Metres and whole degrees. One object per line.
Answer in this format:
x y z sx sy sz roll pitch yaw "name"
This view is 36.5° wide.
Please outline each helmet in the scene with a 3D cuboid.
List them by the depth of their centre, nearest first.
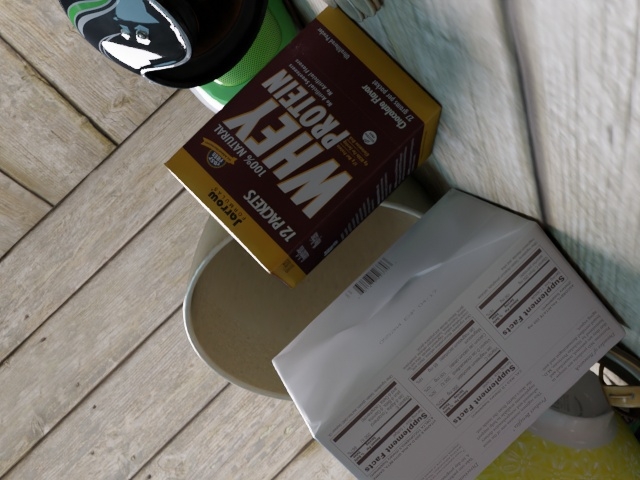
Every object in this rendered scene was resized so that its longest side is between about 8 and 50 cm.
-0.105 -0.191 0.662 0.169 0.169 0.161 47 161 -13 "helmet"

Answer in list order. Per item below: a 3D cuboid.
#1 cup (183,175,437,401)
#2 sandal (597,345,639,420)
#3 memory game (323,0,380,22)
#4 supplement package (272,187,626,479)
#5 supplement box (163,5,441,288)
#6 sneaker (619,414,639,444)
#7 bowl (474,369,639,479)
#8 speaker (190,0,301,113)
0.000 0.000 1.172 0.331 0.331 0.237 48 -158 -39 "cup"
0.309 0.155 0.934 0.180 0.049 0.072 45 178 28 "sandal"
-0.023 -0.228 0.693 0.186 0.012 0.186 46 178 2 "memory game"
0.111 0.103 0.925 0.145 0.262 0.204 47 179 -17 "supplement package"
-0.010 -0.073 0.873 0.129 0.194 0.191 45 178 8 "supplement box"
0.364 0.241 1.096 0.098 0.083 0.224 54 174 -38 "sneaker"
0.226 0.210 1.011 0.289 0.156 0.289 13 -154 -6 "bowl"
-0.130 -0.244 0.915 0.296 0.131 0.131 47 178 -37 "speaker"
